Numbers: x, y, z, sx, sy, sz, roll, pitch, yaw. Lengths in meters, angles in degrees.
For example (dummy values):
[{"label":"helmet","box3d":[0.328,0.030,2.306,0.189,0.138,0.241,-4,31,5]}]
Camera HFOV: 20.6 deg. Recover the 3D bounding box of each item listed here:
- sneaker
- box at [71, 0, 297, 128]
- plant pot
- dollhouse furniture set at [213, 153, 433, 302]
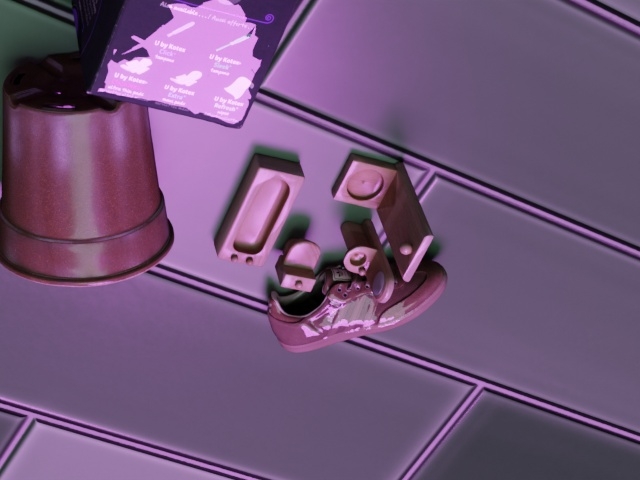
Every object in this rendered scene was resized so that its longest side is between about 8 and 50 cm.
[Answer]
[{"label":"sneaker","box3d":[0.036,0.056,1.807,0.188,0.066,0.071,-23,129,3]},{"label":"box","box3d":[-0.094,-0.255,1.463,0.143,0.165,0.270,12,124,-22]},{"label":"plant pot","box3d":[-0.218,-0.071,1.589,0.167,0.167,0.165,-6,120,-10]},{"label":"dollhouse furniture set","box3d":[0.000,0.000,1.716,0.151,0.123,0.144,12,123,-23]}]
